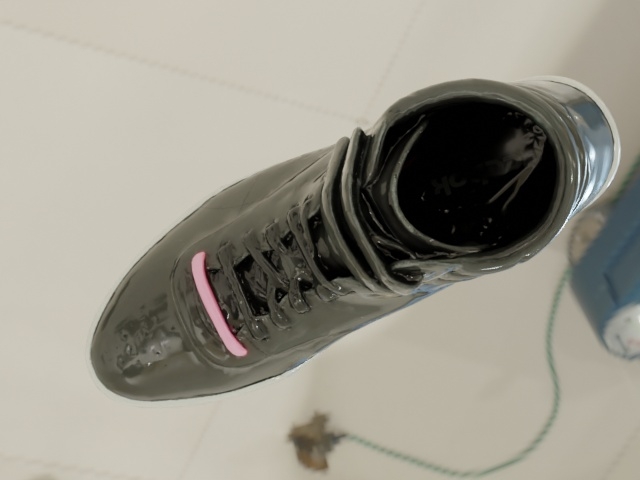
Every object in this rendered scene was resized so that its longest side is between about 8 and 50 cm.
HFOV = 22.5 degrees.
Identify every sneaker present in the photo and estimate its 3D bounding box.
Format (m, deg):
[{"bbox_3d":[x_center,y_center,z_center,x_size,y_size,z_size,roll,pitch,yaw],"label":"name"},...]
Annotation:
[{"bbox_3d":[0.000,-0.001,0.762,0.296,0.147,0.104,-26,86,10],"label":"sneaker"}]
